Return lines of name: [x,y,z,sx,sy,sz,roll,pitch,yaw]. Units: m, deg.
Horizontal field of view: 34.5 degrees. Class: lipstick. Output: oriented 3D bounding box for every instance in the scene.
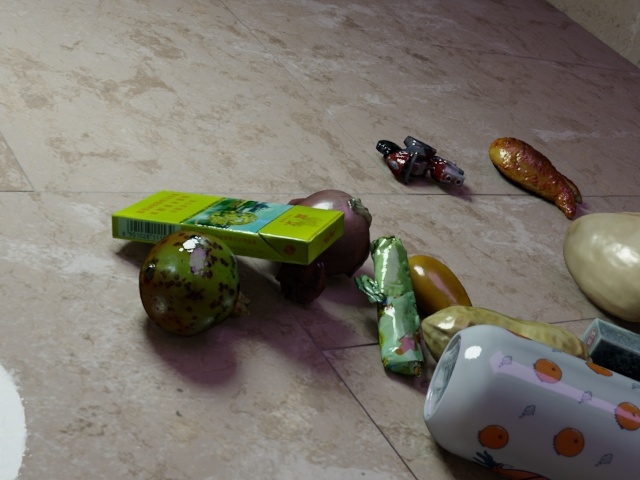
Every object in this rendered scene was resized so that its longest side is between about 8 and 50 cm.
lipstick: [0.636,0.239,1.950,0.289,0.077,0.076,21,29,-8]

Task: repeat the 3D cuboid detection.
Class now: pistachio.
pistachio: [0.651,0.054,2.114,0.230,0.230,0.309,-3,31,-40]

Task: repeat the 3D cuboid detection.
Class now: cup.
cup: [0.327,0.261,1.543,0.317,0.212,0.212,23,29,-1]

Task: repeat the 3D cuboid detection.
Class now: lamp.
lamp: [0.003,0.007,1.800,0.223,0.151,0.215,-26,50,-10]

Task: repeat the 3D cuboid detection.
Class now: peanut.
peanut: [0.310,0.186,1.728,0.305,0.147,0.147,19,30,-7]

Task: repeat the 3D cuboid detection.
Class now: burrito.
burrito: [0.112,0.102,1.730,0.104,0.054,0.288,13,50,-21]

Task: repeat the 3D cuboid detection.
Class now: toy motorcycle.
toy motorcycle: [0.227,-0.171,2.299,0.213,0.082,0.122,17,29,-12]

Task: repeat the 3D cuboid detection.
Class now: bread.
bread: [0.531,-0.164,2.513,0.269,0.095,0.139,32,37,4]

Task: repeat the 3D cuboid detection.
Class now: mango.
mango: [0.216,0.099,1.853,0.102,0.085,0.184,-11,51,-46]

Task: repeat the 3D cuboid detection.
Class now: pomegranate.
pomegranate: [-0.181,0.071,1.543,0.205,0.159,0.159,30,17,-49]

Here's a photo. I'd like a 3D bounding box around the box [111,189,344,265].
box: [-0.146,-0.025,1.670,0.335,0.047,0.187,8,17,17]
